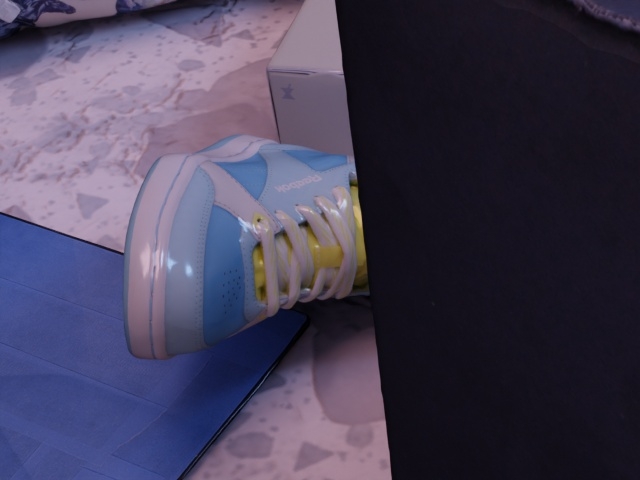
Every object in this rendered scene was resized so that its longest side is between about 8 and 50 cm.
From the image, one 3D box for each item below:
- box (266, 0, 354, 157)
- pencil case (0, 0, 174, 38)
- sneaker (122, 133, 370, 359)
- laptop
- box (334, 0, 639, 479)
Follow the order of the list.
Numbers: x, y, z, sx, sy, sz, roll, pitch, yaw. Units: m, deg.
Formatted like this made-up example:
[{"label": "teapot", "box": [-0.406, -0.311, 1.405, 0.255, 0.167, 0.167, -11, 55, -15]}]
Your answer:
[{"label": "box", "box": [0.050, -0.185, 1.261, 0.113, 0.094, 0.275, 7, 43, 18]}, {"label": "pencil case", "box": [-0.189, -0.288, 1.371, 0.410, 0.159, 0.183, -13, 41, -6]}, {"label": "sneaker", "box": [0.000, 0.000, 0.969, 0.208, 0.127, 0.319, 6, 19, 12]}, {"label": "laptop", "box": [-0.282, 0.052, 0.937, 0.382, 0.408, 0.236, 16, 79, 27]}, {"label": "box", "box": [0.287, 0.000, 0.701, 0.472, 0.479, 0.297, -31, 44, -24]}]
